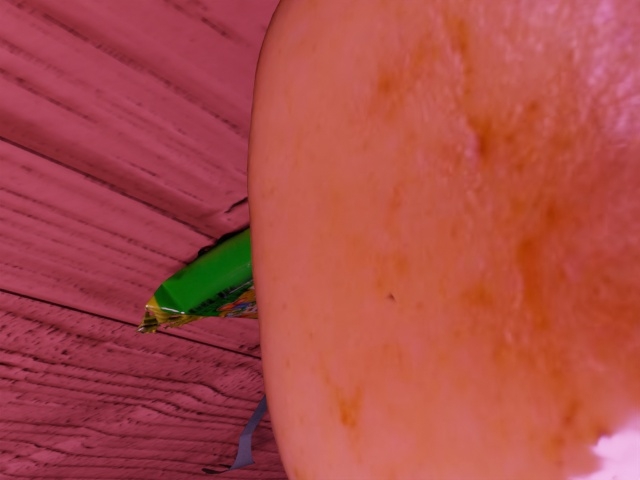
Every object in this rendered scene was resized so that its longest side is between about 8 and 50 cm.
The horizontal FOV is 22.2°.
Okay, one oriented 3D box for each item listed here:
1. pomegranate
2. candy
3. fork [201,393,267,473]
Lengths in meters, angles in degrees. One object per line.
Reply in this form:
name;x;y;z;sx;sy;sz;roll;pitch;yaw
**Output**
pomegranate;0.127;0.000;0.483;0.333;0.332;0.332;-19;163;-6
candy;0.000;0.001;0.806;0.178;0.032;0.102;-30;161;27
fork;-0.052;0.144;1.205;0.039;0.021;0.235;-18;163;-21
